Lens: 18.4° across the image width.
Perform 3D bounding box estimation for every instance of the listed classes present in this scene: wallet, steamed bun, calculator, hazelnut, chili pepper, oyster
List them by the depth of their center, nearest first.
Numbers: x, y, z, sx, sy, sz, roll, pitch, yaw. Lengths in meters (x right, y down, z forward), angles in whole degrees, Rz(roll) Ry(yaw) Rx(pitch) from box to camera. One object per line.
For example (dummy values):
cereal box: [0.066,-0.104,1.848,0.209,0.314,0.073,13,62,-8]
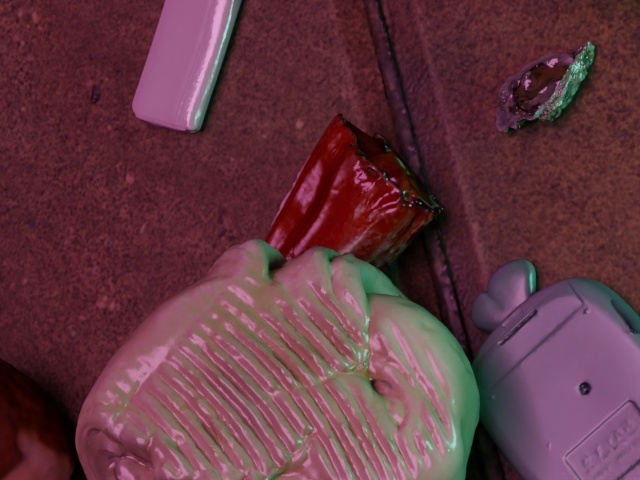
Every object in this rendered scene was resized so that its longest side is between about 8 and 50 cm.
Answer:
calculator: [0.239,0.143,1.862,0.185,0.041,0.299,-43,62,16]
steamed bun: [-0.024,0.192,1.891,0.339,0.247,0.352,39,76,22]
oyster: [0.219,-0.149,1.945,0.100,0.037,0.098,-5,57,50]
chili pepper: [0.000,0.000,1.997,0.144,0.136,0.253,42,112,2]
hazelnut: [-0.399,0.227,2.131,0.261,0.261,0.241,-32,34,21]
wallet: [-0.144,-0.214,2.161,0.095,0.033,0.190,15,89,30]
